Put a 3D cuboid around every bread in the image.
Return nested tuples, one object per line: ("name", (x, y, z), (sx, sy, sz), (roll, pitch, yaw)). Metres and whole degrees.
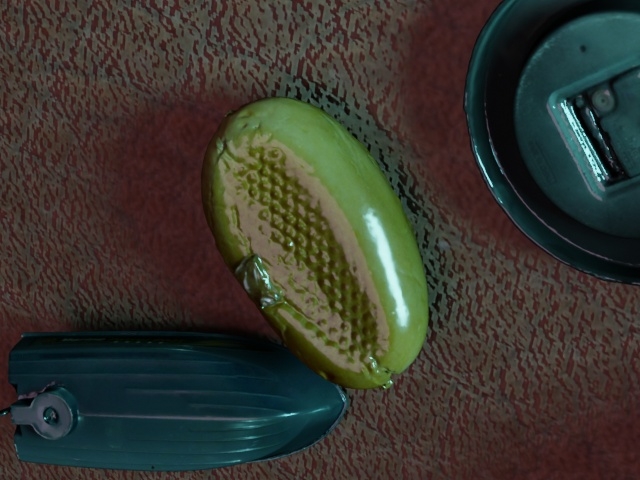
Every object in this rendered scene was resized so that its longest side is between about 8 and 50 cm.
("bread", (0.000, 0.000, 0.938), (0.114, 0.077, 0.189), (-29, 96, 18))

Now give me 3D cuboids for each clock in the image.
("clock", (0.166, -0.066, 0.822), (0.184, 0.040, 0.184), (15, 121, 26))

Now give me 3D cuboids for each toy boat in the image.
("toy boat", (-0.100, 0.107, 1.054), (0.246, 0.103, 0.093), (-1, 99, 18))
